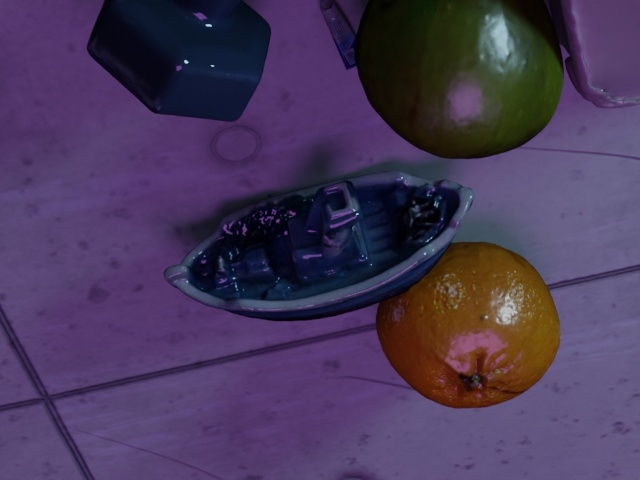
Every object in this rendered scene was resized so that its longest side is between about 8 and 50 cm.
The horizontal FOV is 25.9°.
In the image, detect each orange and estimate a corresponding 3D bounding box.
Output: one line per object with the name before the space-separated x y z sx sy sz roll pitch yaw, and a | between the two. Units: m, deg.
orange | 0.154 0.091 1.443 0.193 0.161 0.193 -1 145 -1

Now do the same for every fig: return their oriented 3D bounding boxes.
fig | 0.119 -0.166 1.180 0.181 0.181 0.191 -2 116 -8

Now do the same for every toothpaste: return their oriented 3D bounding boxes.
toothpaste | 0.020 -0.184 1.252 0.024 0.015 0.083 -22 139 11

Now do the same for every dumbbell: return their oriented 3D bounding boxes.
dumbbell | -0.058 -0.245 1.078 0.156 0.143 0.316 43 126 10

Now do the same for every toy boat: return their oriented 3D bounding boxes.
toy boat | 0.000 0.000 1.346 0.309 0.129 0.142 -15 150 3

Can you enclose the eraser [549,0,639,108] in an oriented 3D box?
eraser | 0.306 -0.262 1.087 0.272 0.122 0.359 -15 149 5
